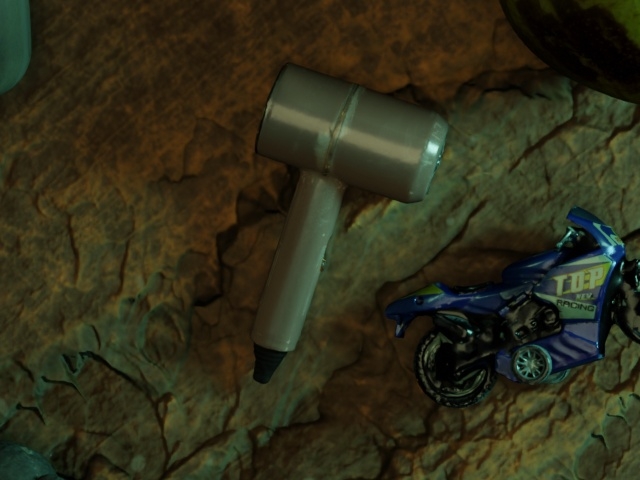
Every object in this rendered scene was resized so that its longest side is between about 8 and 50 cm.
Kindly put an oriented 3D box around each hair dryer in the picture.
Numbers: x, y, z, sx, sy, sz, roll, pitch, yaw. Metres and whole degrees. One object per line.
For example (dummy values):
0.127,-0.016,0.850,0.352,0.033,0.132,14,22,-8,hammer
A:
0.000,0.000,1.893,0.189,0.107,0.344,19,106,3,hair dryer

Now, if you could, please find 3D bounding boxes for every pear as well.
0.307,-0.267,1.739,0.283,0.283,0.283,1,95,7,pear

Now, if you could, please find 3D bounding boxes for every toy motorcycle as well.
0.225,0.065,1.855,0.315,0.113,0.169,-18,82,16,toy motorcycle

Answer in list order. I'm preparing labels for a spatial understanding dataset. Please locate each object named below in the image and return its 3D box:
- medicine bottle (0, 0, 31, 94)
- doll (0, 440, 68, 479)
-0.497,-0.265,1.884,0.375,0.123,0.282,0,107,11,medicine bottle
-0.362,0.366,1.950,0.246,0.158,0.340,30,115,35,doll
